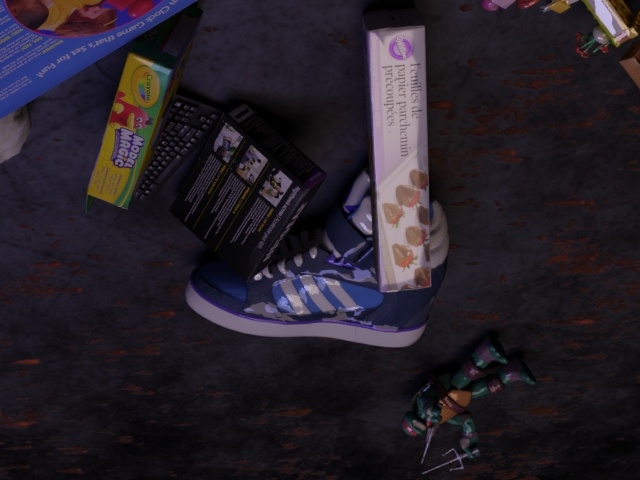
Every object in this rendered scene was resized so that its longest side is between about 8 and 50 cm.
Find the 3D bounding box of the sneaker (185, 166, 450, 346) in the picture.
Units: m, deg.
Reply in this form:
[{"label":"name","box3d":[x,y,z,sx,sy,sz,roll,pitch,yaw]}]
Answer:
[{"label":"sneaker","box3d":[0.000,0.000,1.611,0.323,0.130,0.236,9,121,0]}]

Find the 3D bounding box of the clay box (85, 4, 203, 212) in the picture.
[{"label":"clay box","box3d":[-0.190,-0.135,1.370,0.053,0.127,0.222,21,130,-4]}]

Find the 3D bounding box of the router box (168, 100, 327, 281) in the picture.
[{"label":"router box","box3d":[-0.089,-0.055,1.510,0.133,0.046,0.179,43,132,8]}]

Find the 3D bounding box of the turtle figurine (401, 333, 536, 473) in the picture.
[{"label":"turtle figurine","box3d":[0.197,0.245,1.916,0.234,0.118,0.175,-43,146,15]}]

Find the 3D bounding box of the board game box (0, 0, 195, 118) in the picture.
[{"label":"board game box","box3d":[-0.273,-0.237,1.182,0.347,0.078,0.233,-30,157,6]}]

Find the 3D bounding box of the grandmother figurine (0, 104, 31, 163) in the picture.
[{"label":"grandmother figurine","box3d":[-0.487,-0.103,1.412,0.342,0.104,0.208,-12,166,1]}]

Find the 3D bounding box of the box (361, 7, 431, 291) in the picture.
[{"label":"box","box3d":[0.087,-0.095,1.445,0.063,0.067,0.324,-6,119,-4]}]

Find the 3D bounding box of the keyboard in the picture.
[{"label":"keyboard","box3d":[-0.200,-0.111,1.499,0.108,0.023,0.180,22,131,-31]}]

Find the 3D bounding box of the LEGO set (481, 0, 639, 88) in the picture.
[{"label":"LEGO set","box3d":[0.244,-0.241,1.349,0.107,0.132,0.287,-29,143,36]}]
